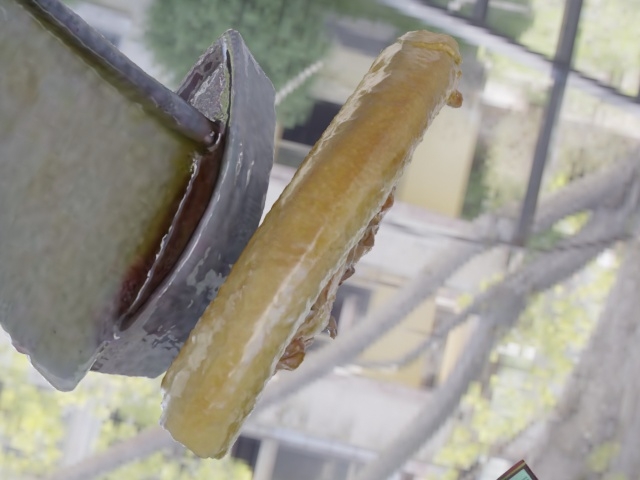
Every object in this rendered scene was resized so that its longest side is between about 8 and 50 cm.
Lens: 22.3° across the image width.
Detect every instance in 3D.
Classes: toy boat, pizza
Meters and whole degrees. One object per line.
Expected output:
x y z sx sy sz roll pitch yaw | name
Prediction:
-0.156 -0.033 1.125 0.111 0.276 0.293 12 -179 43 | toy boat
0.000 0.000 1.095 0.074 0.365 0.182 28 146 9 | pizza

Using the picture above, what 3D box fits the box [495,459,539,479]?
0.138 0.170 0.956 0.082 0.023 0.051 53 -178 20 | box
